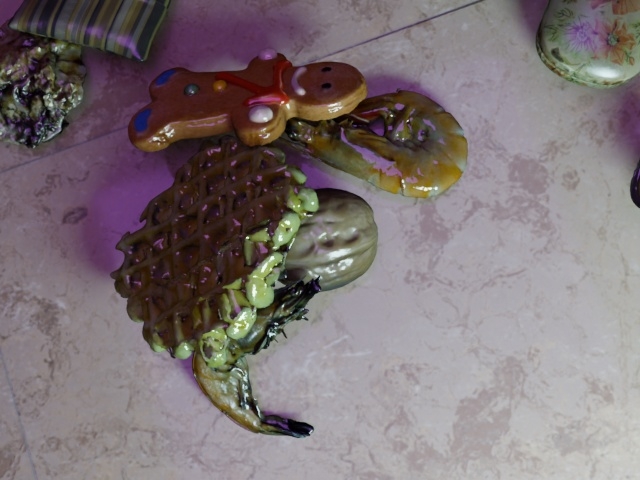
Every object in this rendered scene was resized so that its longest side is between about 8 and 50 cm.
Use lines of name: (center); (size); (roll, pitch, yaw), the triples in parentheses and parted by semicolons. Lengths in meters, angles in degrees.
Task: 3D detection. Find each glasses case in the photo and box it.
glasses case: (0.438, -0.415, 1.166); (0.156, 0.098, 0.425); (23, 85, 3)

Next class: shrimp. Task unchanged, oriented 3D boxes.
shrimp: (-0.048, 0.167, 1.120); (0.262, 0.051, 0.198); (-40, 95, 25)
shrimp: (0.072, -0.157, 1.180); (0.287, 0.063, 0.152); (20, 82, 4)

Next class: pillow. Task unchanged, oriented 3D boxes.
pillow: (-0.321, -0.369, 1.229); (0.212, 0.052, 0.208); (16, 65, 4)

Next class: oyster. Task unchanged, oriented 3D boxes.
oyster: (-0.454, -0.247, 1.230); (0.214, 0.083, 0.223); (-1, 76, 2)

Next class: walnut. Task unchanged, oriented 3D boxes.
walnut: (-0.001, 0.000, 1.130); (0.162, 0.140, 0.140); (-18, 81, -20)

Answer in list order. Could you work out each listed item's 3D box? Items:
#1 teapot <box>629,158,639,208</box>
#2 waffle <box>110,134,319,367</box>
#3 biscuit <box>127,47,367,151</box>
teapot: (0.483, -0.082, 1.107); (0.119, 0.130, 0.166); (19, 50, -22)
waffle: (-0.150, 0.002, 1.102); (0.297, 0.073, 0.317); (31, 86, 46)
biscuit: (-0.097, -0.205, 1.154); (0.324, 0.049, 0.205); (0, 43, 10)
